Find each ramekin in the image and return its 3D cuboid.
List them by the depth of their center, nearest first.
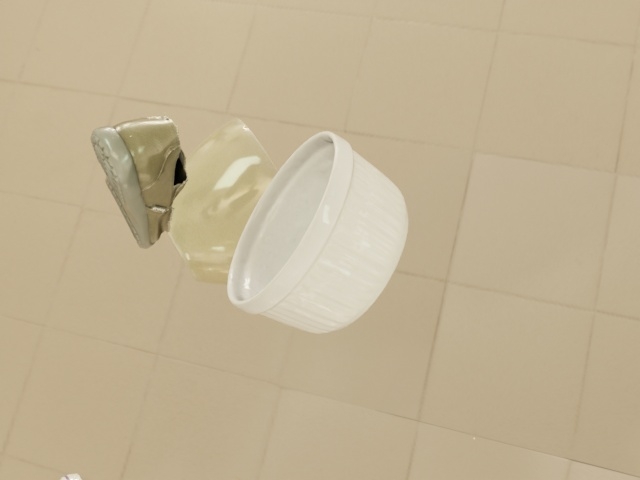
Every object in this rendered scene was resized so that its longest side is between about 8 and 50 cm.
[{"bbox_3d":[0.000,0.000,0.760,0.109,0.207,0.207,30,81,-20],"label":"ramekin"}]

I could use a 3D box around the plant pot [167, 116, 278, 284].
[{"bbox_3d":[-0.157,-0.035,1.199,0.191,0.284,0.284,-30,71,-8],"label":"plant pot"}]

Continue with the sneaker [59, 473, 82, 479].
[{"bbox_3d":[-0.445,0.514,1.118,0.161,0.102,0.281,7,80,-32],"label":"sneaker"}]

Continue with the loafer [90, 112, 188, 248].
[{"bbox_3d":[-0.181,-0.061,0.782,0.088,0.251,0.094,-27,83,-15],"label":"loafer"}]
